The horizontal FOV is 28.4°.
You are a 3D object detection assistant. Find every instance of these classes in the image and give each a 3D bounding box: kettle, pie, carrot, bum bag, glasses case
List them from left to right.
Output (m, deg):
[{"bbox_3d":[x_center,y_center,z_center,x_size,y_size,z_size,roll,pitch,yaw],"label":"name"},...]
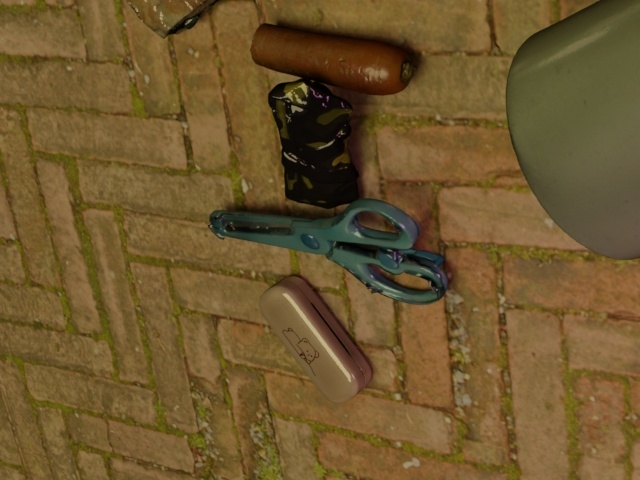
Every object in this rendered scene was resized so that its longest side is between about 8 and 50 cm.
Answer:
[{"bbox_3d":[-0.192,-0.372,1.636,0.218,0.052,0.185,-25,99,46],"label":"pie"},{"bbox_3d":[-0.008,0.141,1.802,0.196,0.050,0.083,52,137,1],"label":"glasses case"},{"bbox_3d":[-0.006,-0.119,1.602,0.106,0.060,0.232,7,145,10],"label":"bum bag"},{"bbox_3d":[0.018,-0.221,1.553,0.225,0.067,0.067,17,125,32],"label":"carrot"},{"bbox_3d":[0.418,-0.115,1.155,0.361,0.250,0.376,51,140,-9],"label":"kettle"}]

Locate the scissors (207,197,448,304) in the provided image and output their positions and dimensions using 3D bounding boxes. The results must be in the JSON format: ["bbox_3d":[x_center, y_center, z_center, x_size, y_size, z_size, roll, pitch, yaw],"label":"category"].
[{"bbox_3d":[0.000,0.000,1.700,0.393,0.032,0.180,9,138,37],"label":"scissors"}]
